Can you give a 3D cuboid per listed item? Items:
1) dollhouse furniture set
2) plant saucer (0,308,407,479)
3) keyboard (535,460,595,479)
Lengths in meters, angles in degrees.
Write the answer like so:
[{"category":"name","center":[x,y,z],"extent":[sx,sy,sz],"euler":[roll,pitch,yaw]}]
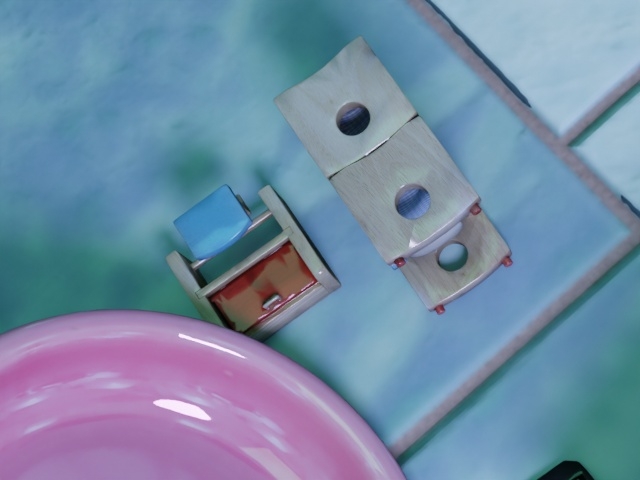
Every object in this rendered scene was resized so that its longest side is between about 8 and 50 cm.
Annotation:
[{"category":"dollhouse furniture set","center":[0.000,0.000,0.959],"extent":[0.184,0.129,0.129],"euler":[-36,68,4]},{"category":"plant saucer","center":[-0.096,0.196,0.883],"extent":[0.332,0.084,0.332],"euler":[13,50,-16]},{"category":"keyboard","center":[0.097,0.217,0.919],"extent":[0.192,0.038,0.100],"euler":[-38,68,5]}]
